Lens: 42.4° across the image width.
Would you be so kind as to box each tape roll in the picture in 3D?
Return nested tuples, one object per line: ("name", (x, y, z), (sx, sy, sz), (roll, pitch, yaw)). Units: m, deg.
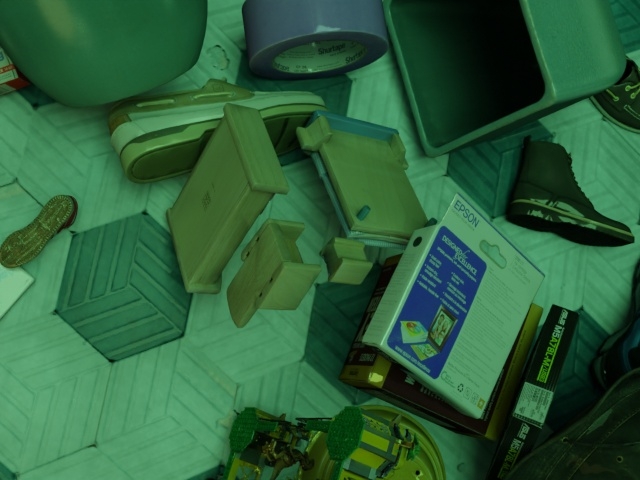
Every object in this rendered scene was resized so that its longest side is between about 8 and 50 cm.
("tape roll", (-0.007, -0.282, 1.103), (0.189, 0.189, 0.080), (-6, 84, -16))

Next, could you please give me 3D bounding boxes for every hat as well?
("hat", (0.386, 0.299, 1.051), (0.331, 0.331, 0.134), (-26, 55, -17))

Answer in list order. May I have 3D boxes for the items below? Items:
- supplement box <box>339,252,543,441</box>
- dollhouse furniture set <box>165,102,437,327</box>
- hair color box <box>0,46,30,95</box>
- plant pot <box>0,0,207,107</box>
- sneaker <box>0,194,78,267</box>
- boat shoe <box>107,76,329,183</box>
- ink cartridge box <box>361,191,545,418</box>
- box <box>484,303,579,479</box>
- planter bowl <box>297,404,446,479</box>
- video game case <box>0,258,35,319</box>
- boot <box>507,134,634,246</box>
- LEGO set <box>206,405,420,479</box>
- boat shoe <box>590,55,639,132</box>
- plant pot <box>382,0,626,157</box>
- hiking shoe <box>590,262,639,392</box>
("supplement box", (0.160, 0.141, 1.118), (0.194, 0.129, 0.191), (26, 76, -11))
("dollhouse furniture set", (0.000, 0.000, 1.053), (0.303, 0.198, 0.286), (6, 46, -33))
("hair color box", (-0.443, -0.262, 1.034), (0.093, 0.053, 0.167), (-21, 90, -1))
("plant pot", (-0.269, -0.300, 0.988), (0.293, 0.293, 0.235), (-25, 117, -17))
("sneaker", (-0.352, -0.013, 1.042), (0.118, 0.067, 0.042), (-43, 99, 1))
("boat shoe", (-0.128, -0.164, 1.089), (0.302, 0.113, 0.103), (-14, 65, -30))
("ink cartridge box", (0.167, 0.080, 0.998), (0.206, 0.045, 0.208), (39, 73, -33))
("box", (0.278, 0.209, 1.087), (0.045, 0.184, 0.190), (19, 50, 17))
("planter bowl", (0.083, 0.330, 1.090), (0.217, 0.090, 0.217), (2, 82, -15))
("video game case", (-0.460, 0.063, 1.014), (0.143, 0.019, 0.157), (40, 74, -7))
("boot", (0.388, -0.074, 1.246), (0.198, 0.077, 0.137), (17, 73, -14))
("LEGO set", (0.016, 0.325, 0.971), (0.192, 0.331, 0.254), (29, 57, -28))
("boat shoe", (0.461, -0.250, 1.290), (0.228, 0.069, 0.081), (36, 74, -8))
("plant pot", (0.283, -0.282, 1.165), (0.252, 0.248, 0.247), (-14, 86, -35))
("hiking shoe", (0.526, 0.107, 1.223), (0.113, 0.132, 0.304), (33, 75, -9))
